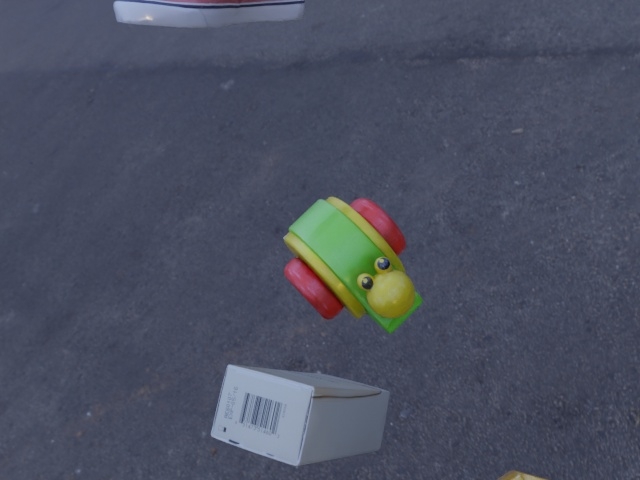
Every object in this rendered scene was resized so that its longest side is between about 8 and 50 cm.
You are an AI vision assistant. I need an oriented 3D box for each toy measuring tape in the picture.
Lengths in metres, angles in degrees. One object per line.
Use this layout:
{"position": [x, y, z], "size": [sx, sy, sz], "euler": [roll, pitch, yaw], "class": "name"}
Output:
{"position": [0.000, 0.000, 0.590], "size": [0.121, 0.121, 0.330], "euler": [-40, 24, -7], "class": "toy measuring tape"}

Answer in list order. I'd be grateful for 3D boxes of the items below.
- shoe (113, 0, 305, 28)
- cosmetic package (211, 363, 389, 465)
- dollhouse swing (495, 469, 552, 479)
{"position": [-0.083, -0.216, 0.441], "size": [0.178, 0.081, 0.063], "euler": [-23, 36, -39], "class": "shoe"}
{"position": [-0.017, 0.282, 0.915], "size": [0.160, 0.309, 0.113], "euler": [7, 80, 28], "class": "cosmetic package"}
{"position": [0.252, 0.470, 0.551], "size": [0.346, 0.305, 0.315], "euler": [-26, 6, -12], "class": "dollhouse swing"}
